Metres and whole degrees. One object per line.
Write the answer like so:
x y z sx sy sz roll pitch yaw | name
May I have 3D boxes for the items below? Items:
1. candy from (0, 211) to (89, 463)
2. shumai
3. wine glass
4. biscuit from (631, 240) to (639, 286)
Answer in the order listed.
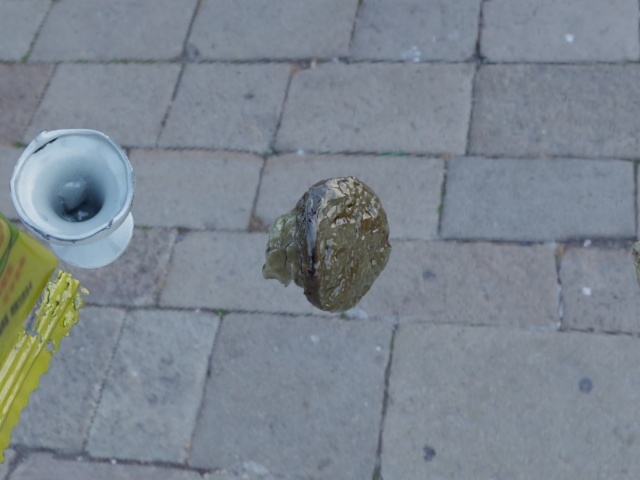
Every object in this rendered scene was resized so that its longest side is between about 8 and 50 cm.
-0.255 0.000 0.571 0.081 0.297 0.187 -8 40 21 | candy
0.005 -0.004 0.934 0.105 0.139 0.123 37 56 25 | shumai
-0.335 -0.049 1.286 0.165 0.196 0.165 3 73 -8 | wine glass
0.306 0.067 0.737 0.082 0.168 0.070 -15 6 23 | biscuit
